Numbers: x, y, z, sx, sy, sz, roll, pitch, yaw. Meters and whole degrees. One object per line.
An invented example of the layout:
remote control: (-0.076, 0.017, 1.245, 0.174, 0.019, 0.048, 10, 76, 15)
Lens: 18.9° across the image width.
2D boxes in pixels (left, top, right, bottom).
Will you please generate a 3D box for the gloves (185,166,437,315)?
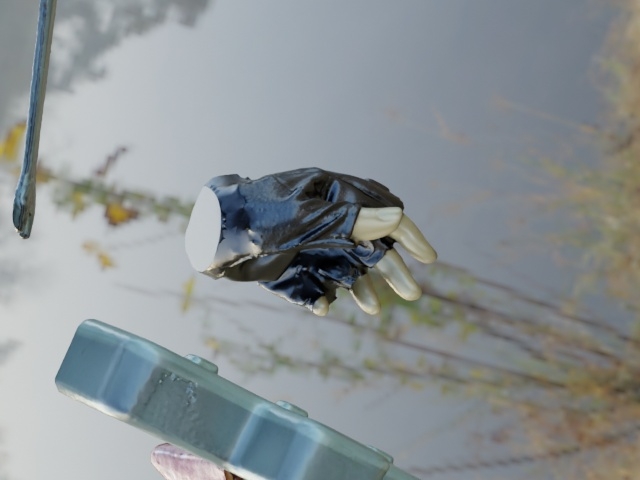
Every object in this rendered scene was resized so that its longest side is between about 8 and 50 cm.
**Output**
gloves: (0.000, 0.000, 1.677, 0.164, 0.203, 0.124, 135, 135, -62)

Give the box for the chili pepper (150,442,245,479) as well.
chili pepper: (-0.107, 0.215, 1.786, 0.169, 0.088, 0.065, 6, 47, 50)

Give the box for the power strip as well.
power strip: (-0.029, 0.134, 1.251, 0.194, 0.265, 0.059, 12, 75, 62)

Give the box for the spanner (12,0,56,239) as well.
spanner: (-0.246, -0.150, 1.697, 0.071, 0.017, 0.302, -55, -28, -87)
